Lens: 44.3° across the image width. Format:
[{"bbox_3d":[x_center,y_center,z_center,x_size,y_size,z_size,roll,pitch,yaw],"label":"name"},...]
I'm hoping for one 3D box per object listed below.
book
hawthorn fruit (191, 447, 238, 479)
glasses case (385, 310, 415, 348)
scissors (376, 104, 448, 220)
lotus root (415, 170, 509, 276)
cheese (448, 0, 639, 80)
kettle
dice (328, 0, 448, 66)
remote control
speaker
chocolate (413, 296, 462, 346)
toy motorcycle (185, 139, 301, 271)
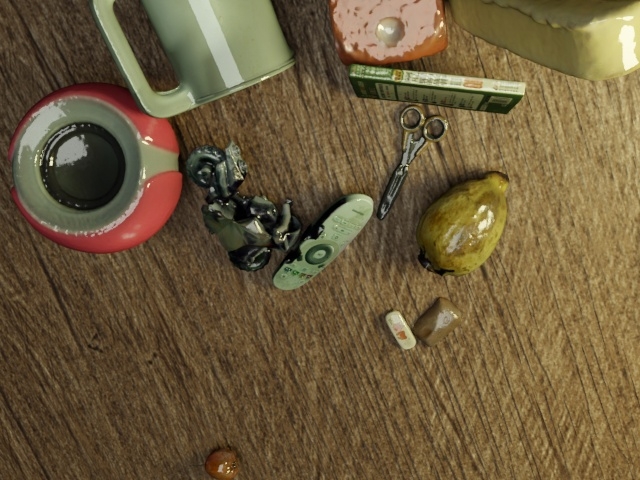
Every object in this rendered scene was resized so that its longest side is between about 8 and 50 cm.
[{"bbox_3d":[0.183,-0.242,1.268,0.264,0.202,0.027,8,93,6],"label":"book"},{"bbox_3d":[-0.223,0.474,1.658,0.103,0.067,0.066,-11,108,25],"label":"hawthorn fruit"},{"bbox_3d":[0.154,0.172,1.512,0.032,0.021,0.083,-26,103,18],"label":"glasses case"},{"bbox_3d":[0.149,-0.132,1.409,0.088,0.017,0.220,24,112,-1],"label":"scissors"},{"bbox_3d":[0.253,-0.032,1.376,0.138,0.138,0.214,31,100,-3],"label":"lotus root"},{"bbox_3d":[0.378,-0.350,1.117,0.384,0.383,0.104,-12,128,13],"label":"cheese"},{"bbox_3d":[-0.204,-0.383,1.250,0.205,0.265,0.317,-8,113,38],"label":"kettle"},{"bbox_3d":[0.109,-0.377,1.245,0.175,0.174,0.179,-3,110,11],"label":"dice"},{"bbox_3d":[0.000,0.002,1.453,0.097,0.045,0.256,24,119,-42],"label":"remote control"},{"bbox_3d":[-0.384,-0.131,1.359,0.295,0.294,0.294,3,110,8],"label":"speaker"},{"bbox_3d":[0.219,0.160,1.494,0.064,0.031,0.100,43,111,-2],"label":"chocolate"},{"bbox_3d":[-0.132,-0.060,1.424,0.159,0.106,0.270,-11,122,17],"label":"toy motorcycle"}]
